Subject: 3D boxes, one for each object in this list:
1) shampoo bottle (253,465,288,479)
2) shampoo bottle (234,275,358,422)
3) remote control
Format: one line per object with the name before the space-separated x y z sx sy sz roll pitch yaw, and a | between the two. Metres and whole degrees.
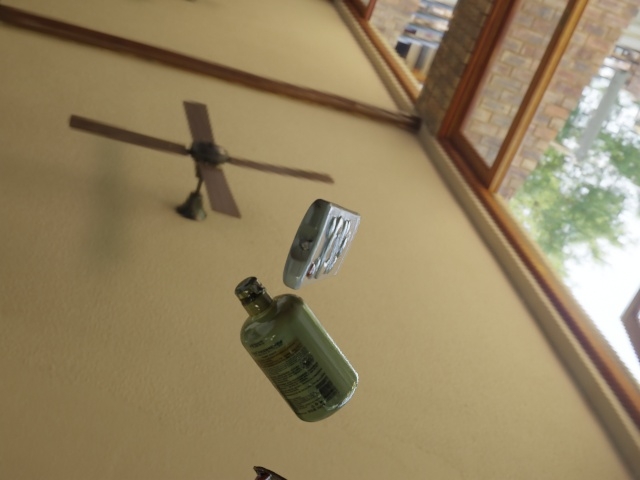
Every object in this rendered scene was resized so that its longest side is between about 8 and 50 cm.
shampoo bottle | -0.157 0.413 1.095 0.153 0.071 0.284 40 -118 17
shampoo bottle | -0.033 0.105 0.824 0.162 0.079 0.079 55 -158 -15
remote control | 0.000 0.000 0.492 0.027 0.050 0.184 22 -177 6
